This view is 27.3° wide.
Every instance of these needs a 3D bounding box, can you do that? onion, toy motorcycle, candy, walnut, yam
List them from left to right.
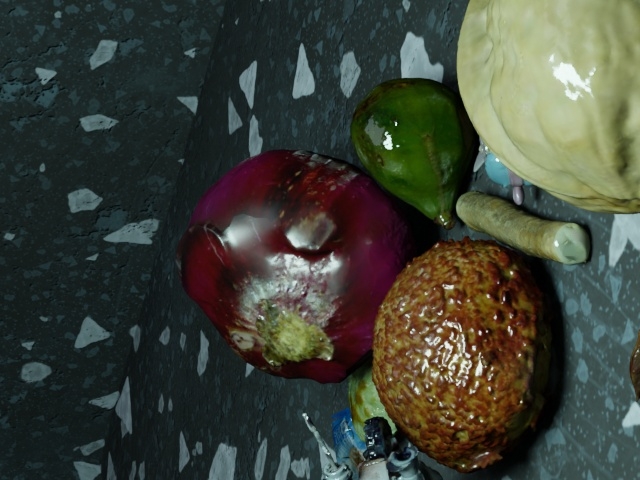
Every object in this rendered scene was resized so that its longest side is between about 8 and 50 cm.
[{"bbox_3d":[0.000,0.000,2.172,0.420,0.398,0.398,-48,-10,-45],"label":"onion"},{"bbox_3d":[0.057,0.368,2.373,0.088,0.038,0.136,-33,61,47],"label":"candy"},{"bbox_3d":[0.092,0.348,1.771,0.207,0.134,0.401,-90,-18,-52],"label":"toy motorcycle"},{"bbox_3d":[0.282,-0.018,1.858,0.300,0.066,0.066,-151,67,-65],"label":"yam"},{"bbox_3d":[0.326,-0.207,1.444,0.381,0.381,0.381,-175,90,-68],"label":"walnut"}]

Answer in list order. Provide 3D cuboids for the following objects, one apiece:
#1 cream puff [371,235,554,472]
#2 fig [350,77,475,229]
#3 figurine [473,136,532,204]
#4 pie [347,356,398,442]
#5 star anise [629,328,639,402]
[{"bbox_3d":[0.185,0.157,1.845,0.350,0.229,0.350,-178,90,-69],"label":"cream puff"},{"bbox_3d":[0.149,-0.133,2.055,0.195,0.195,0.244,-171,67,-68],"label":"fig"},{"bbox_3d":[0.261,-0.193,1.869,0.205,0.103,0.260,81,179,-49],"label":"figurine"},{"bbox_3d":[0.095,0.232,2.229,0.201,0.090,0.248,127,146,-55],"label":"pie"},{"bbox_3d":[0.414,0.098,1.512,0.157,0.054,0.212,-161,78,-68],"label":"star anise"}]
